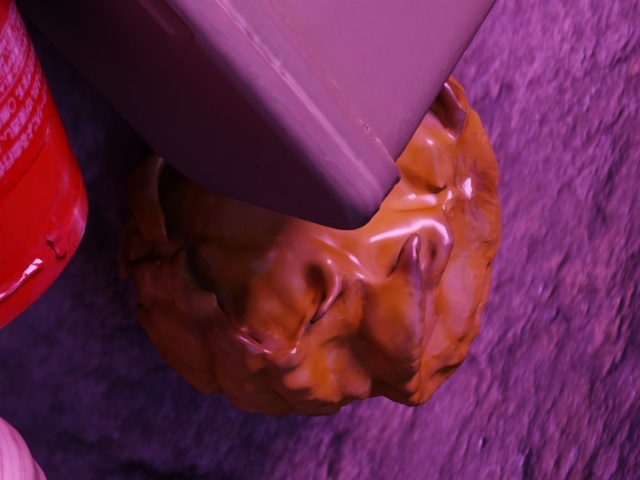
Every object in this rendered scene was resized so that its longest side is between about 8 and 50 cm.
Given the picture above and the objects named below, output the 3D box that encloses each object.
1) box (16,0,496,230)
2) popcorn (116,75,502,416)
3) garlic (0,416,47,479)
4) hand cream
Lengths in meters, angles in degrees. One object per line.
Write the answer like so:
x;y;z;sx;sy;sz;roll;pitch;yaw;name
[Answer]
-0.026;-0.247;0.690;0.352;0.177;0.344;47;69;-39;box
0.000;0.000;0.873;0.250;0.250;0.190;-59;-178;-9;popcorn
-0.191;0.190;0.736;0.199;0.226;0.199;-31;130;-45;garlic
-0.207;-0.039;0.609;0.193;0.193;0.125;-39;135;-31;hand cream
